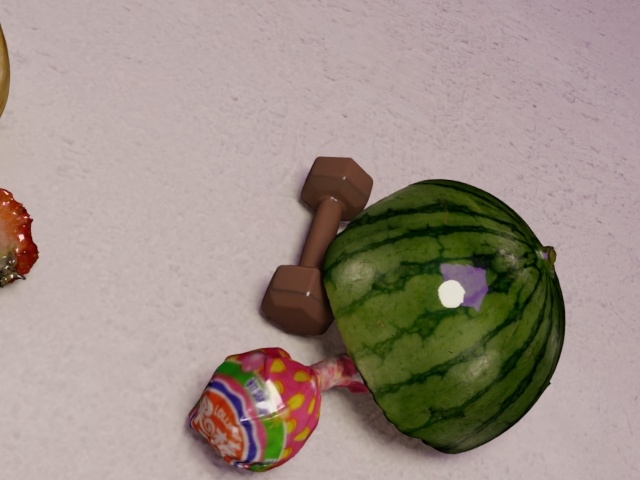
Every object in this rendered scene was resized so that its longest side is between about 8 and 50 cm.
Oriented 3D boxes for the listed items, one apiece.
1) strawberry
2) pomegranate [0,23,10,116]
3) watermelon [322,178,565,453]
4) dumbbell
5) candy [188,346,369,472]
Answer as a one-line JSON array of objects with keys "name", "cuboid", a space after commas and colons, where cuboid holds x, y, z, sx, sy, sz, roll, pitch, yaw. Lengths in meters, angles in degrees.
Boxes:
[{"name": "strawberry", "cuboid": [-0.340, -0.011, 0.706, 0.104, 0.048, 0.152, -35, 75, -32]}, {"name": "pomegranate", "cuboid": [-0.395, -0.160, 0.658, 0.215, 0.215, 0.215, 14, 58, -23]}, {"name": "watermelon", "cuboid": [0.176, 0.071, 0.825, 0.330, 0.189, 0.331, 22, 53, -33]}, {"name": "dumbbell", "cuboid": [0.000, 0.000, 0.866, 0.082, 0.092, 0.231, 22, 55, -6]}, {"name": "candy", "cuboid": [0.020, 0.142, 0.806, 0.365, 0.124, 0.124, -14, 71, -47]}]
